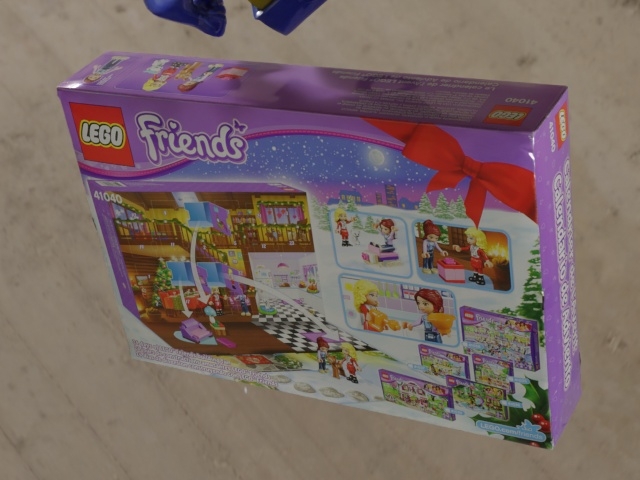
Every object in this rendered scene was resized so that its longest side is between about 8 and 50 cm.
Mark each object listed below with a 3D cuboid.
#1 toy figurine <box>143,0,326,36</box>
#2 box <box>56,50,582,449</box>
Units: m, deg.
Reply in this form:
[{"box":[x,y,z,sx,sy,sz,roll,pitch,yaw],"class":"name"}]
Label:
[{"box":[-0.019,-0.221,0.643,0.217,0.363,0.191,26,-139,-37],"class":"toy figurine"},{"box":[0.000,0.000,0.719,0.293,0.200,0.057,9,-144,27],"class":"box"}]
